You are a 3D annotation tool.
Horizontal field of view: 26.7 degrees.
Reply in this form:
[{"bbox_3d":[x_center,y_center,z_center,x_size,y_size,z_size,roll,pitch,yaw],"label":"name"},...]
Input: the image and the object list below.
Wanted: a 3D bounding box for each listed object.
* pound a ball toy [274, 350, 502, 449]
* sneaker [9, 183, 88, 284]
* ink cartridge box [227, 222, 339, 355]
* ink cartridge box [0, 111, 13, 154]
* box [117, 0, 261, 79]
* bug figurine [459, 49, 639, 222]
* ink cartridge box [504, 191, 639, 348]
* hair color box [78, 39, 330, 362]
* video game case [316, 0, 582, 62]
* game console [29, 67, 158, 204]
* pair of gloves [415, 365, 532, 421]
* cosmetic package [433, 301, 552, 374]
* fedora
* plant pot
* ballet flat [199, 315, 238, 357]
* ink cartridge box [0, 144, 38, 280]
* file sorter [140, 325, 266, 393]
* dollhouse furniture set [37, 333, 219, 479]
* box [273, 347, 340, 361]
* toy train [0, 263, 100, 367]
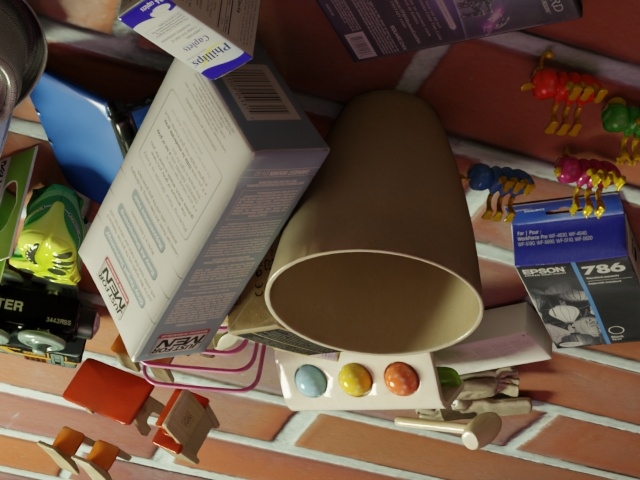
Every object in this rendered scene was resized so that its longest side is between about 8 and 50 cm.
[{"bbox_3d":[0.102,0.235,2.106,0.319,0.136,0.208,-4,107,29],"label":"pound a ball toy"},{"bbox_3d":[-0.378,-0.010,1.939,0.109,0.123,0.295,20,166,-12],"label":"sneaker"},{"bbox_3d":[-0.035,0.021,1.764,0.088,0.235,0.193,-12,160,30],"label":"ink cartridge box"},{"bbox_3d":[-0.536,-0.126,1.782,0.172,0.100,0.237,24,144,-26],"label":"ink cartridge box"},{"bbox_3d":[-0.137,-0.263,1.454,0.137,0.126,0.072,31,140,-34],"label":"box"},{"bbox_3d":[0.304,-0.120,1.661,0.216,0.072,0.279,9,145,-16],"label":"bug figurine"},{"bbox_3d":[0.381,0.052,1.941,0.165,0.065,0.333,-7,146,22],"label":"ink cartridge box"},{"bbox_3d":[-0.151,-0.042,1.621,0.113,0.185,0.374,-5,142,-39],"label":"hair color box"},{"bbox_3d":[0.127,-0.284,1.469,0.274,0.026,0.196,-9,146,22],"label":"video game case"},{"bbox_3d":[-0.222,-0.142,1.768,0.250,0.173,0.293,-24,150,-9],"label":"game console"},{"bbox_3d":[0.253,0.266,2.318,0.204,0.042,0.240,-8,157,14],"label":"pair of gloves"},{"bbox_3d":[0.241,0.162,2.148,0.239,0.060,0.099,-13,146,31],"label":"cosmetic package"},{"bbox_3d":[-0.453,-0.203,1.548,0.275,0.124,0.244,12,127,-22],"label":"fedora"},{"bbox_3d":[0.077,-0.037,1.644,0.256,0.274,0.256,5,148,3],"label":"plant pot"},{"bbox_3d":[-0.176,0.153,2.207,0.073,0.067,0.206,22,146,-25],"label":"ballet flat"},{"bbox_3d":[-0.471,-0.002,1.888,0.255,0.189,0.097,-16,142,33],"label":"ink cartridge box"},{"bbox_3d":[-0.183,0.082,1.980,0.202,0.182,0.291,3,149,7],"label":"file sorter"},{"bbox_3d":[-0.300,0.258,2.162,0.259,0.262,0.135,16,154,30],"label":"dollhouse furniture set"},{"bbox_3d":[-0.003,0.086,2.019,0.105,0.043,0.179,12,110,-8],"label":"box"},{"bbox_3d":[-0.519,0.120,2.163,0.334,0.142,0.190,9,158,-5],"label":"toy train"}]
